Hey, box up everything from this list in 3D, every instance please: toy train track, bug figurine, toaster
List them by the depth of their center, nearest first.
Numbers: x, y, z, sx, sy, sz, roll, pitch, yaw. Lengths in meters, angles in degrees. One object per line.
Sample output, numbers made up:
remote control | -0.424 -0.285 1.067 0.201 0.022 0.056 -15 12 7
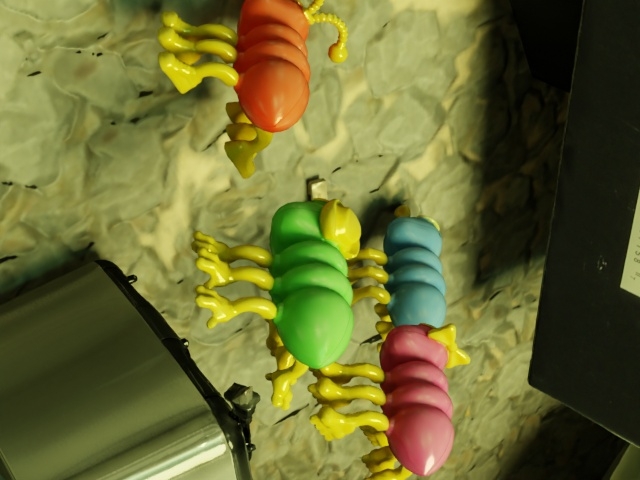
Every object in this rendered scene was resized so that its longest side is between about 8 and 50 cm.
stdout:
toaster | -0.105 0.115 0.636 0.110 0.168 0.185 -24 131 -21
bug figurine | 0.016 0.006 0.643 0.072 0.216 0.279 -18 138 18
toy train track | 0.000 0.000 0.752 0.048 0.014 0.083 -17 121 -20

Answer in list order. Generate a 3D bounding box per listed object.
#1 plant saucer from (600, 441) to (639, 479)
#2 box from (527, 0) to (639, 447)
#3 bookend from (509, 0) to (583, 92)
plant saucer | 0.239 0.256 0.976 0.400 0.100 0.400 -51 164 -21
box | 0.297 -0.074 0.743 0.312 0.179 0.343 -37 142 -35
bookend | 0.181 -0.185 0.727 0.157 0.072 0.156 -52 147 -12
